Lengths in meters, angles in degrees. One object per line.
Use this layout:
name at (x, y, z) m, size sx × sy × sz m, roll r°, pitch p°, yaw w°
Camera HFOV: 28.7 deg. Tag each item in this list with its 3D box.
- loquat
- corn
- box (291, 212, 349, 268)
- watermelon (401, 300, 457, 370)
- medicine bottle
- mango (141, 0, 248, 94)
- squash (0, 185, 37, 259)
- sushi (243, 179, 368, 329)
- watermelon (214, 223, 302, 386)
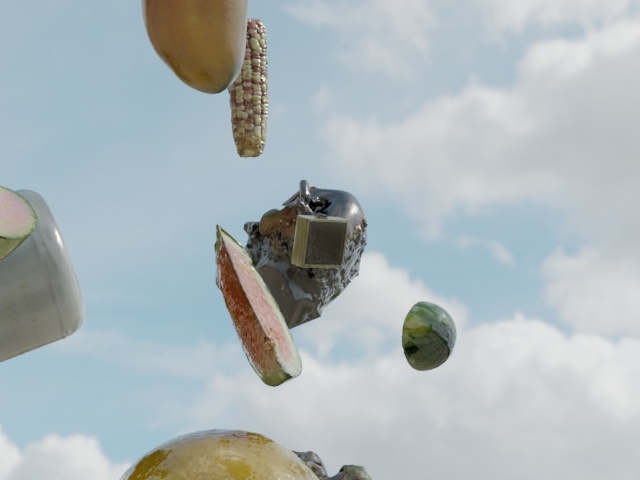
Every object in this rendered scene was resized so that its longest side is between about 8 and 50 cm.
loquat at (-0.094, 0.383, 1.574) m, size 0.359 × 0.328 × 0.328 m, roll -25°, pitch -26°, yaw -12°
corn at (-0.122, -0.259, 2.115) m, size 0.079 × 0.237 × 0.079 m, roll -4°, pitch -7°, yaw 0°
box at (0.000, 0.000, 1.953) m, size 0.079 × 0.083 × 0.035 m, roll 1°, pitch 10°, yaw -33°
watermelon at (0.166, 0.142, 1.848) m, size 0.062 × 0.106 × 0.105 m, roll 3°, pitch -29°, yaw 41°
medicine bottle at (-0.538, 0.076, 1.909) m, size 0.306 × 0.245 × 0.245 m, roll -21°, pitch -21°, yaw -18°
mango at (-0.173, -0.315, 1.732) m, size 0.151 × 0.221 × 0.120 m, roll 3°, pitch -2°, yaw -23°
squash at (-0.455, 0.001, 1.692) m, size 0.105 × 0.105 × 0.132 m, roll 25°, pitch -54°, yaw -17°
sushi at (-0.020, 0.005, 2.387) m, size 0.215 × 0.227 × 0.212 m, roll 48°, pitch -40°, yaw 29°
watermelon at (-0.080, 0.090, 1.507) m, size 0.063 × 0.245 × 0.119 m, roll -24°, pitch -38°, yaw -2°
